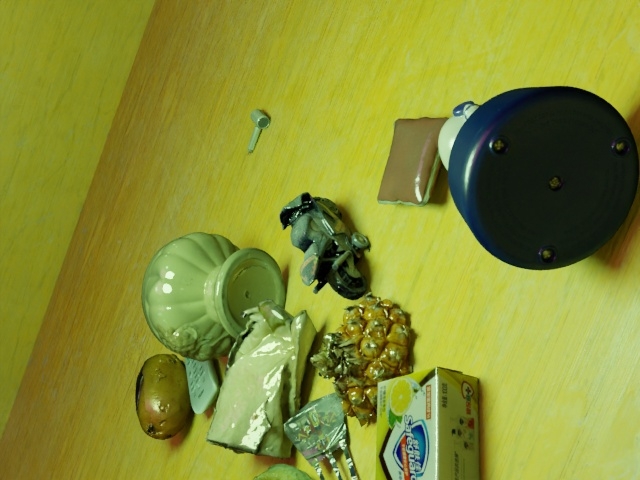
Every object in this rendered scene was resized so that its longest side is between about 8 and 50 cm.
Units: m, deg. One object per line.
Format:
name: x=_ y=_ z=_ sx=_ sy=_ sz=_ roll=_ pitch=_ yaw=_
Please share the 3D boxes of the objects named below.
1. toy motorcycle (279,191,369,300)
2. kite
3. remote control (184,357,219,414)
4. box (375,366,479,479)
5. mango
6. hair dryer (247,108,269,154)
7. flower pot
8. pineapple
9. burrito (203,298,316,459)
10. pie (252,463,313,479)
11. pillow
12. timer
toy motorcycle: x=0.000 y=0.000 z=1.900 sx=0.108 sy=0.173 sz=0.307 roll=-52 pitch=35 yaw=28
kite: x=0.014 y=0.409 z=1.785 sx=0.141 sy=0.015 sz=0.245 roll=-35 pitch=46 yaw=10
remote control: x=-0.306 y=0.317 z=2.351 sx=0.103 sy=0.051 sz=0.293 roll=-58 pitch=30 yaw=22
box: x=0.175 y=0.355 z=1.515 sx=0.168 sy=0.097 sz=0.265 roll=-25 pitch=55 yaw=51
mango: x=-0.402 y=0.400 z=2.378 sx=0.249 sy=0.151 sz=0.156 roll=-99 pitch=-2 yaw=-49
hair dryer: x=-0.176 y=-0.287 z=2.465 sx=0.063 sy=0.038 sz=0.124 roll=53 pitch=127 yaw=56
flower pot: x=-0.238 y=0.130 z=2.123 sx=0.244 sy=0.307 sz=0.307 roll=-4 pitch=71 yaw=43
pineapple: x=0.080 y=0.208 z=1.689 sx=0.140 sy=0.164 sz=0.250 roll=-8 pitch=65 yaw=48
burrito: x=-0.109 y=0.300 z=1.960 sx=0.190 sy=0.135 sz=0.332 roll=6 pitch=77 yaw=44
pie: x=-0.081 y=0.588 z=1.843 sx=0.277 sy=0.078 sz=0.277 roll=-25 pitch=60 yaw=53
pillow: x=0.184 y=-0.151 z=1.773 sx=0.171 sy=0.075 sz=0.179 roll=10 pitch=83 yaw=59
timer: x=0.296 y=-0.135 z=1.462 sx=0.270 sy=0.270 sz=0.383 roll=-66 pitch=18 yaw=12
